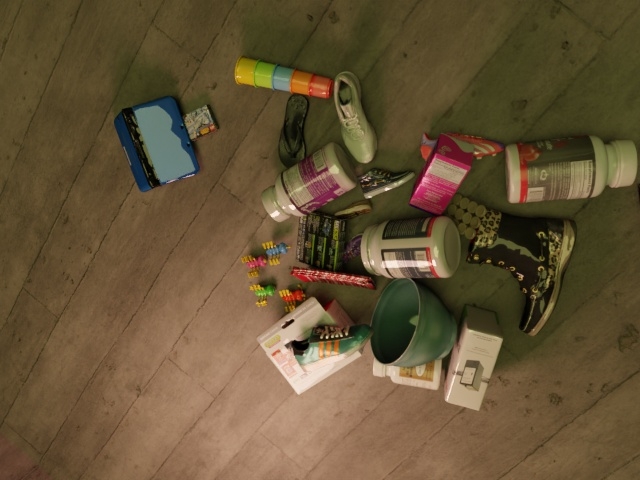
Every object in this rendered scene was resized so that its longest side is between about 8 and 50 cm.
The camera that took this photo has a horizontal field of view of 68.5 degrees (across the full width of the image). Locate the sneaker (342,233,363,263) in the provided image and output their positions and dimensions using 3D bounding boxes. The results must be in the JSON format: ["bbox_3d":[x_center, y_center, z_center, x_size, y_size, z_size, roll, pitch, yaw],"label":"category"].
[{"bbox_3d":[0.102,0.043,1.638,0.170,0.071,0.068,-39,92,21],"label":"sneaker"}]

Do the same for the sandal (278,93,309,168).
[{"bbox_3d":[-0.097,-0.363,1.591,0.097,0.054,0.255,9,107,14],"label":"sandal"}]

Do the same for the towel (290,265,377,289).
[{"bbox_3d":[0.049,0.135,1.619,0.274,0.199,0.031,7,79,15],"label":"towel"}]

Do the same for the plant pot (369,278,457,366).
[{"bbox_3d":[0.321,0.288,1.554,0.196,0.293,0.293,20,112,-18],"label":"plant pot"}]

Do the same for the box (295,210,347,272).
[{"bbox_3d":[0.000,0.000,1.630,0.184,0.045,0.191,14,106,34],"label":"box"}]

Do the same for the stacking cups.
[{"bbox_3d":[-0.118,-0.521,1.533,0.316,0.096,0.096,17,109,10],"label":"stacking cups"}]

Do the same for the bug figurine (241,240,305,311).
[{"bbox_3d":[-0.173,0.128,1.740,0.216,0.072,0.279,-9,107,24],"label":"bug figurine"}]

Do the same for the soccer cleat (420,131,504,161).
[{"bbox_3d":[0.434,-0.295,1.448,0.248,0.083,0.095,-2,100,19],"label":"soccer cleat"}]

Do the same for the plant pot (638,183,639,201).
[{"bbox_3d":[1.010,-0.058,1.300,0.187,0.188,0.167,-4,115,17],"label":"plant pot"}]

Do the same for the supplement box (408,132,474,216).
[{"bbox_3d":[0.363,-0.194,1.422,0.114,0.111,0.220,23,139,1],"label":"supplement box"}]

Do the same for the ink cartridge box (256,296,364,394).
[{"bbox_3d":[-0.035,0.365,1.734,0.309,0.130,0.272,-37,93,21],"label":"ink cartridge box"}]

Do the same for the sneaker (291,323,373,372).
[{"bbox_3d":[0.030,0.338,1.583,0.302,0.108,0.121,-30,98,21],"label":"sneaker"}]

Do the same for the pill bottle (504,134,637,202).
[{"bbox_3d":[0.701,-0.205,1.342,0.318,0.176,0.176,-4,104,16],"label":"pill bottle"}]

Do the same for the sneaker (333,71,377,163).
[{"bbox_3d":[0.097,-0.384,1.491,0.111,0.129,0.297,-17,101,18],"label":"sneaker"}]

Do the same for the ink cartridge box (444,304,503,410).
[{"bbox_3d":[0.498,0.381,1.550,0.114,0.198,0.273,14,109,11],"label":"ink cartridge box"}]

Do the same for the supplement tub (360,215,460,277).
[{"bbox_3d":[0.286,0.025,1.490,0.272,0.191,0.191,-3,105,35],"label":"supplement tub"}]

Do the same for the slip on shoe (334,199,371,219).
[{"bbox_3d":[0.111,-0.106,1.613,0.135,0.051,0.041,-16,60,27],"label":"slip on shoe"}]

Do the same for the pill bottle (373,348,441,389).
[{"bbox_3d":[0.306,0.442,1.658,0.229,0.131,0.131,5,106,15],"label":"pill bottle"}]

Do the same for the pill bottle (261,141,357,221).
[{"bbox_3d":[-0.042,-0.183,1.564,0.301,0.169,0.169,-28,96,21],"label":"pill bottle"}]

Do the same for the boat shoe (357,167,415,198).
[{"bbox_3d":[0.212,-0.208,1.540,0.183,0.065,0.083,-22,99,21],"label":"boat shoe"}]

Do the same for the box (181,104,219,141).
[{"bbox_3d":[-0.441,-0.417,1.688,0.137,0.027,0.094,-18,99,20],"label":"box"}]

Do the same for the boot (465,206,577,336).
[{"bbox_3d":[0.601,0.088,1.472,0.284,0.138,0.377,15,105,10],"label":"boot"}]

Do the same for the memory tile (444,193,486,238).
[{"bbox_3d":[0.452,-0.077,1.481,0.012,0.148,0.113,10,109,-30],"label":"memory tile"}]

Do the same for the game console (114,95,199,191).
[{"bbox_3d":[-0.610,-0.350,1.742,0.250,0.173,0.293,-3,107,55],"label":"game console"}]
